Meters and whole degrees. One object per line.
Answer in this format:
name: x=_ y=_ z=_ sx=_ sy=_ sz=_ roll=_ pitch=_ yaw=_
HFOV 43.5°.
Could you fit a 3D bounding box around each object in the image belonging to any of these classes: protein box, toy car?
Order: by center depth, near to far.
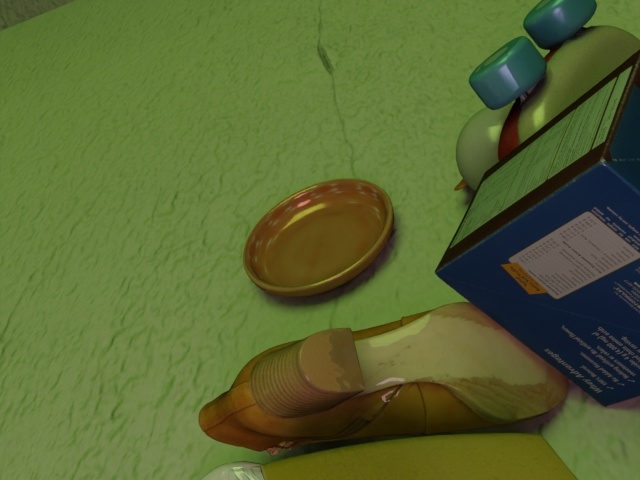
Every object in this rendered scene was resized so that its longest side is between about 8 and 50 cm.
protein box: x=0.241 y=0.002 z=0.639 sx=0.136 sy=0.200 sz=0.201 roll=-57 pitch=8 yaw=-34
toy car: x=0.240 y=-0.122 z=0.905 sx=0.210 sy=0.219 sz=0.238 roll=-47 pitch=12 yaw=-25

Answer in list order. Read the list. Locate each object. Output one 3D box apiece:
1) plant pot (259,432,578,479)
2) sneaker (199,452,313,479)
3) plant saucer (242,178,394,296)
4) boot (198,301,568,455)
plant pot: x=0.097 y=0.248 z=0.510 sx=0.187 sy=0.212 sz=0.212 roll=-19 pitch=35 yaw=-11
sneaker: x=-0.052 y=0.236 z=0.731 sx=0.152 sy=0.053 sz=0.061 roll=-14 pitch=41 yaw=17
plant saucer: x=0.000 y=0.000 z=0.999 sx=0.200 sy=0.037 sz=0.200 roll=-17 pitch=38 yaw=14
boot: x=0.053 y=0.134 z=0.732 sx=0.211 sy=0.295 sz=0.104 roll=-40 pitch=51 yaw=54
